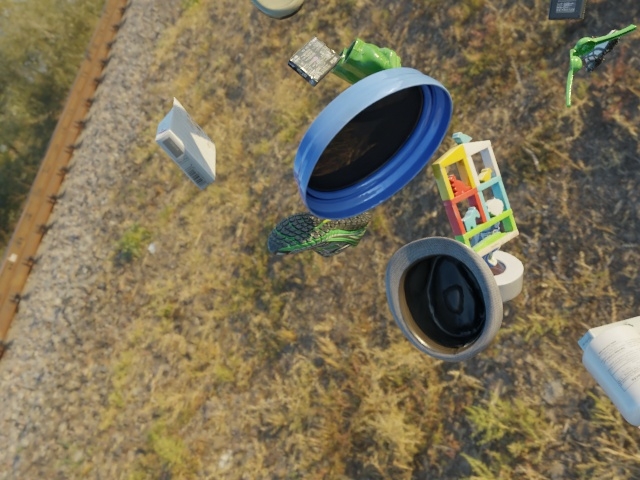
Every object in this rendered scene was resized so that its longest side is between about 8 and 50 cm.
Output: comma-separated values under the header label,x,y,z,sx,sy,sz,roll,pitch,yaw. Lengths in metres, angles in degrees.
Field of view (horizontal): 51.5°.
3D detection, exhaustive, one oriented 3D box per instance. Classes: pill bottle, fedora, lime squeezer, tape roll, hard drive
label,x,y,z,sx,sy,sz,roll,pitch,yaw
pill bottle,0.633,0.288,1.300,0.131,0.131,0.229,-54,36,23
fedora,0.275,0.117,1.431,0.243,0.124,0.276,-24,89,28
lime squeezer,0.765,-0.516,1.914,0.310,0.110,0.059,-49,-16,-6
tape roll,0.548,0.115,2.170,0.219,0.219,0.072,-116,17,-58
hard drive,0.691,-0.684,1.845,0.094,0.022,0.135,13,101,36

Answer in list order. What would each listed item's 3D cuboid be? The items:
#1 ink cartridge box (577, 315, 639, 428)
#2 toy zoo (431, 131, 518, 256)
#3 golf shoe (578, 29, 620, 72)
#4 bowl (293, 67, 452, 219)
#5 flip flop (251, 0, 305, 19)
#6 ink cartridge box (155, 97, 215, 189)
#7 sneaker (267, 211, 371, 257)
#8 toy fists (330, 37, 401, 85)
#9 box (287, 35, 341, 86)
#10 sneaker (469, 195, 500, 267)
label,x,y,z,sx,sy,sz,roll,pitch,yaw
ink cartridge box,0.791,0.301,1.593,0.239,0.275,0.060,62,146,33
toy zoo,0.367,-0.116,1.591,0.030,0.192,0.293,-8,105,55
golf shoe,0.890,-0.627,2.147,0.077,0.094,0.198,-34,-11,-17
bowl,0.111,-0.207,1.453,0.391,0.391,0.077,-52,60,27
flip flop,-0.136,-0.487,1.137,0.112,0.277,0.080,-43,-16,4
ink cartridge box,-0.282,-0.207,1.400,0.045,0.145,0.179,-33,32,11
sneaker,0.000,0.000,1.975,0.134,0.343,0.146,46,136,42
toy fists,0.122,-0.440,1.681,0.096,0.142,0.279,-63,12,1
box,-0.011,-0.336,1.245,0.083,0.067,0.018,-51,0,-28
sneaker,0.443,-0.022,1.733,0.080,0.081,0.211,-40,-34,-44
